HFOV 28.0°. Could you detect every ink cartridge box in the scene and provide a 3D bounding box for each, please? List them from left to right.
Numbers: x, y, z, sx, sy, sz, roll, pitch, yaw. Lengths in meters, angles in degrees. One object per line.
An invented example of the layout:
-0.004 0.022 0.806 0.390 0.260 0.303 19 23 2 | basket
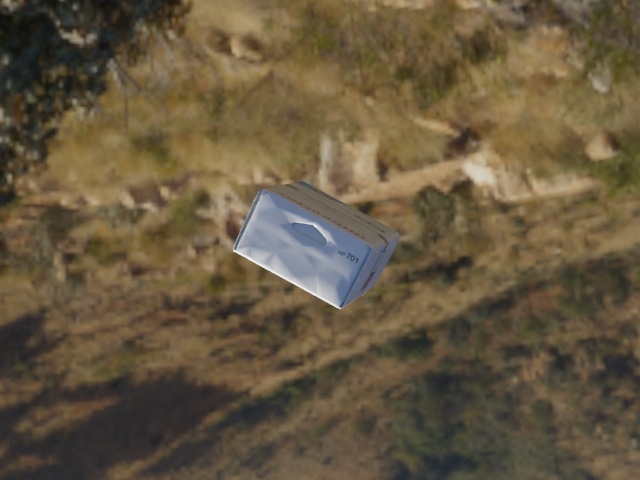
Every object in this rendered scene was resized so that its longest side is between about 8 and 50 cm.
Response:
0.000 0.000 1.445 0.139 0.082 0.190 29 -168 9 | ink cartridge box
